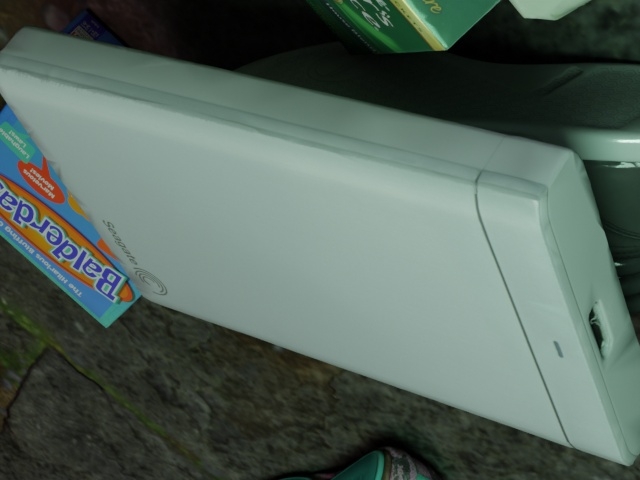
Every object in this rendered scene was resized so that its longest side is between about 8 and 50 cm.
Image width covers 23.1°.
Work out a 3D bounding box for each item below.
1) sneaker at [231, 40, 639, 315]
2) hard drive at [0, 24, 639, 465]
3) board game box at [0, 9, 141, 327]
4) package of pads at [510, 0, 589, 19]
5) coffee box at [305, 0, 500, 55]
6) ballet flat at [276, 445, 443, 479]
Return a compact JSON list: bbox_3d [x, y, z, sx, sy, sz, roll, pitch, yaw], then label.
[{"bbox_3d":[0.074,-0.027,0.886,0.296,0.104,0.147,8,128,25],"label":"sneaker"},{"bbox_3d":[0.000,0.000,0.871,0.353,0.047,0.233,17,151,34],"label":"hard drive"},{"bbox_3d":[-0.156,-0.042,1.088,0.160,0.047,0.210,42,141,-6],"label":"board game box"},{"bbox_3d":[0.094,-0.257,0.651,0.229,0.101,0.296,-25,111,46],"label":"package of pads"},{"bbox_3d":[0.016,-0.147,0.789,0.113,0.040,0.184,49,174,-14],"label":"coffee box"},{"bbox_3d":[0.016,0.214,1.203,0.079,0.077,0.221,30,144,-23],"label":"ballet flat"}]
